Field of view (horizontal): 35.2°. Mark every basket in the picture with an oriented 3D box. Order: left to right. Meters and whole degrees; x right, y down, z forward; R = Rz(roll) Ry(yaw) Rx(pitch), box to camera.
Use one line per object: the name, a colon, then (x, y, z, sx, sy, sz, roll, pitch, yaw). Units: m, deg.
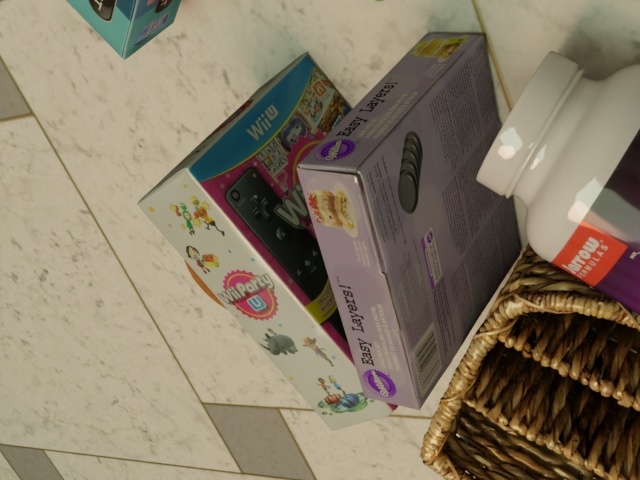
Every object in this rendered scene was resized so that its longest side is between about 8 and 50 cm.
basket: (0.280, 0.153, 0.935, 0.299, 0.223, 0.213, 29, 144, 12)

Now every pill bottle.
pill bottle: (0.296, -0.021, 0.815, 0.323, 0.181, 0.181, 31, 137, 9)

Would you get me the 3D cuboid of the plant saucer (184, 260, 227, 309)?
plant saucer: (-0.097, 0.027, 1.244, 0.200, 0.037, 0.200, 19, 134, 21)

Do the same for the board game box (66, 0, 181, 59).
board game box: (-0.253, -0.363, 0.920, 0.336, 0.079, 0.254, 45, 154, 1)

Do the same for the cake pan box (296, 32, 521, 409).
cake pan box: (0.096, -0.018, 0.915, 0.070, 0.246, 0.267, 9, 131, 35)

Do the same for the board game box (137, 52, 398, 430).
board game box: (0.000, 0.000, 1.012, 0.303, 0.224, 0.097, 49, 138, -12)
